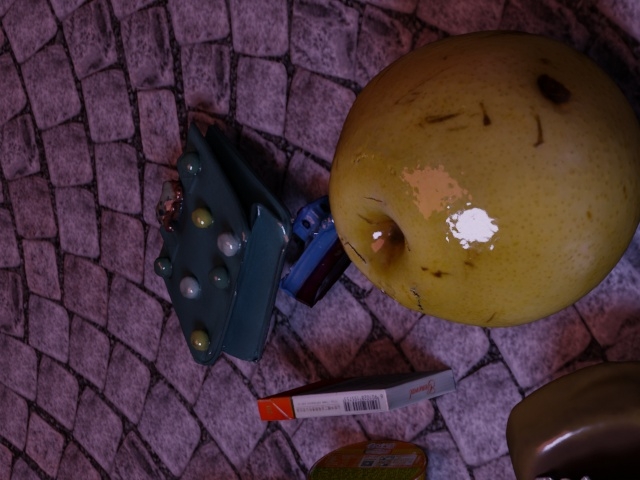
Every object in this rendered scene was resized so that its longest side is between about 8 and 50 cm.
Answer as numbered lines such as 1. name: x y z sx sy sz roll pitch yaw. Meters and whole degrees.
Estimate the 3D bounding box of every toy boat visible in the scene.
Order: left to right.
1. toy boat: 0.000 0.000 2.057 0.097 0.100 0.223 47 130 13

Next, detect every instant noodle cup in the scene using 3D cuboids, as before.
1. instant noodle cup: 0.077 0.387 2.065 0.168 0.168 0.185 7 114 43

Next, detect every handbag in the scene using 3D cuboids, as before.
1. handbag: -0.154 0.013 2.158 0.274 0.100 0.268 55 141 42

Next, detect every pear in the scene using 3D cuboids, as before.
1. pear: 0.183 -0.066 1.712 0.348 0.348 0.348 15 112 41

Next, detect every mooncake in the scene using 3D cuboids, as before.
1. mooncake: 0.316 0.231 1.733 0.117 0.235 0.235 -97 29 -46

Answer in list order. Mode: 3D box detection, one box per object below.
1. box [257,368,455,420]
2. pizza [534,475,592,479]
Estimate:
1. box: 0.045 0.206 2.048 0.245 0.139 0.035 -12 90 44
2. pizza: 0.466 0.400 1.610 0.392 0.080 0.435 -12 126 44
